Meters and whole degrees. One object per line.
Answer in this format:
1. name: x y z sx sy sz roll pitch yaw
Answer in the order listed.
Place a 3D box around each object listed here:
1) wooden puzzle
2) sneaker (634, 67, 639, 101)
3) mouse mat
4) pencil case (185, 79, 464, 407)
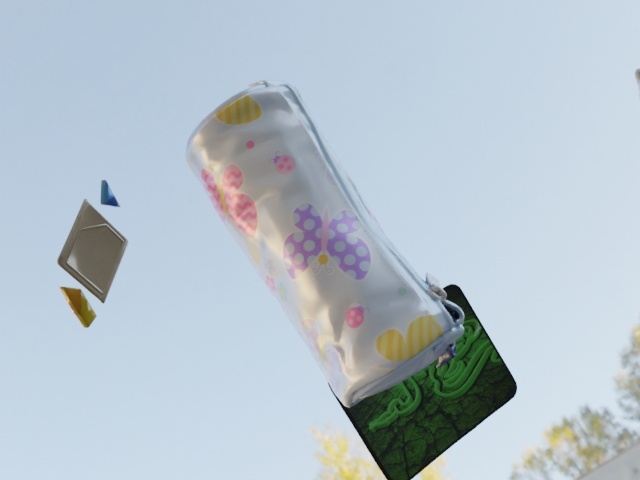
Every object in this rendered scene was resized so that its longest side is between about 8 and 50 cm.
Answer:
1. wooden puzzle: -0.200 0.011 0.780 0.014 0.116 0.078 -2 -43 25
2. sneaker: 0.390 -0.142 0.943 0.110 0.118 0.292 -24 6 11
3. mouse mat: 0.115 0.157 0.977 0.189 0.152 0.007 -34 8 -18
4. pencil case: 0.000 0.000 0.729 0.113 0.273 0.124 -21 -21 -40
